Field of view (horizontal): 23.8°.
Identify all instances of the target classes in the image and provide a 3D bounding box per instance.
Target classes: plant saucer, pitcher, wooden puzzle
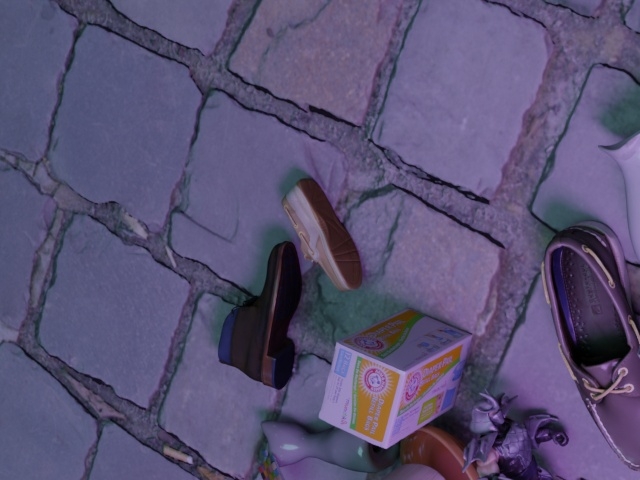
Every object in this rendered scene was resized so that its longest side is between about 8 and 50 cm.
[{"bbox_3d":[0.176,0.330,2.010,0.200,0.037,0.200,45,147,39],"label":"plant saucer"},{"bbox_3d":[0.417,-0.044,1.756,0.125,0.178,0.207,-22,84,-12],"label":"pitcher"},{"bbox_3d":[-0.067,0.335,2.153,0.083,0.006,0.049,65,146,18],"label":"wooden puzzle"}]

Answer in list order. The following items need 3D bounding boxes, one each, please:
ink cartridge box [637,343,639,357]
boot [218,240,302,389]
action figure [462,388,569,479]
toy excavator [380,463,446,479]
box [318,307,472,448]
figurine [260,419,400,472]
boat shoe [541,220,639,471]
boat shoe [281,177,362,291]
[{"bbox_3d":[0.485,0.161,1.758,0.153,0.087,0.208,-21,115,33],"label":"ink cartridge box"},{"bbox_3d":[-0.091,0.097,2.139,0.106,0.082,0.219,15,110,25],"label":"boot"},{"bbox_3d":[0.267,0.307,1.922,0.099,0.185,0.285,-18,107,41],"label":"action figure"},{"bbox_3d":[0.215,0.548,1.939,0.432,0.222,0.445,26,120,26],"label":"toy excavator"},{"bbox_3d":[0.099,0.175,1.969,0.103,0.203,0.114,22,111,25],"label":"box"},{"bbox_3d":[0.011,0.345,2.134,0.209,0.092,0.215,-6,97,36],"label":"figurine"},{"bbox_3d":[0.352,0.139,1.872,0.116,0.096,0.324,-15,93,32],"label":"boat shoe"},{"bbox_3d":[0.000,0.000,2.078,0.059,0.063,0.170,-35,72,34],"label":"boat shoe"}]
